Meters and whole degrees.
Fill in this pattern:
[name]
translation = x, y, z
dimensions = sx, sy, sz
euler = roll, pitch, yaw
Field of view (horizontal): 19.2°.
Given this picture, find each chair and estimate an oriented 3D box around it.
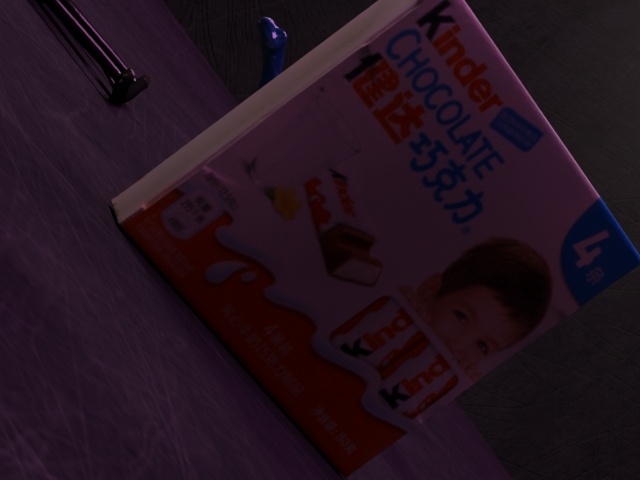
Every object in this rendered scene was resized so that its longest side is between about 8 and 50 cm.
[chair]
translation = -0.207, -0.263, 1.664
dimensions = 0.260, 0.141, 0.154
euler = 50, 4, -2

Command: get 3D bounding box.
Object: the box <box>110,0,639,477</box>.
[box]
translation = 0.044, -0.006, 1.267
dimensions = 0.273, 0.265, 0.048
euler = 50, 5, -30

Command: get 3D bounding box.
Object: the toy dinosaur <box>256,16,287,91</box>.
[toy dinosaur]
translation = -0.031, 0.003, 1.457
dimensions = 0.076, 0.144, 0.329
euler = -133, -162, -80
